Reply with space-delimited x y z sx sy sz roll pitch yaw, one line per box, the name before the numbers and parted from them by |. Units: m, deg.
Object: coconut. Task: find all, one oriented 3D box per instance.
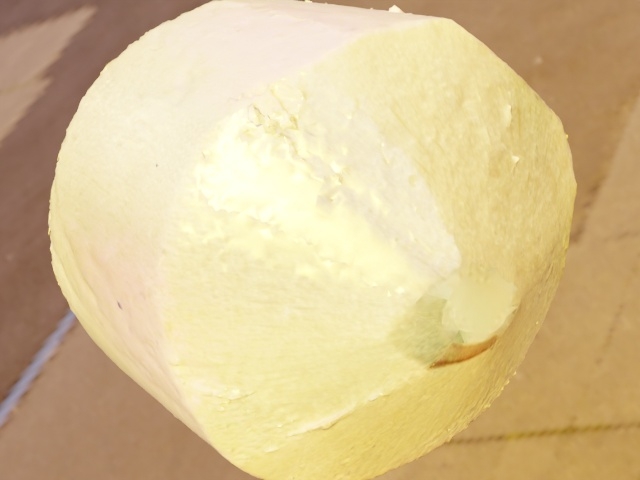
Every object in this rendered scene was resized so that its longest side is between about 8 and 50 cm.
coconut | 0.000 0.000 0.495 0.147 0.147 0.153 -43 31 -16
